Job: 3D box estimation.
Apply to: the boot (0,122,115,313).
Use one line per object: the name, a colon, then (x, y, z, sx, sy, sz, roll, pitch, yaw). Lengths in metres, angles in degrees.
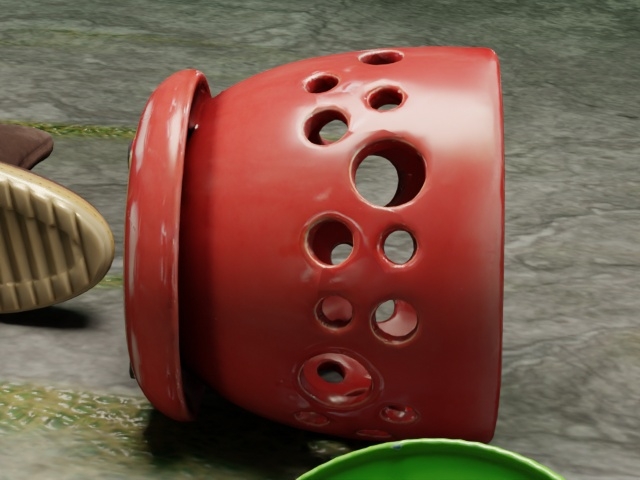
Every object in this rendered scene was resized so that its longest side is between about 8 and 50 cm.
boot: (-0.202, -0.038, 1.103, 0.248, 0.090, 0.207, 7, 21, 18)

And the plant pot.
plant pot: (0.000, 0.000, 0.898, 0.174, 0.191, 0.191, 3, 19, 4)

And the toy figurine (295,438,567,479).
toy figurine: (0.052, 0.164, 0.522, 0.130, 0.159, 0.173, -26, 54, 4)
